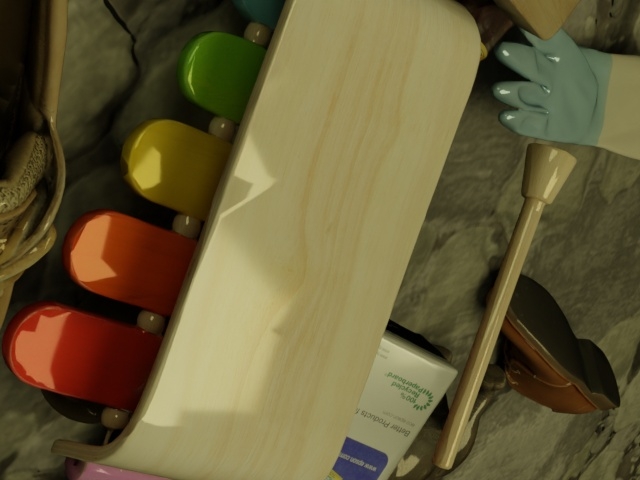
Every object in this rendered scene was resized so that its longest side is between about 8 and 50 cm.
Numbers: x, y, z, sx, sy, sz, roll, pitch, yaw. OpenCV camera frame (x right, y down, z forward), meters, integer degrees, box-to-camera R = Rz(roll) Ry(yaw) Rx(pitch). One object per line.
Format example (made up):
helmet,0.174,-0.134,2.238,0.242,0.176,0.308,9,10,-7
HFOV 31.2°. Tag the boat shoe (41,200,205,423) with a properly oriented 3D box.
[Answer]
boat shoe,-0.086,0.024,0.635,0.178,0.064,0.060,-52,177,-14

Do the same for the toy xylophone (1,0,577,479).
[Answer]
toy xylophone,0.000,0.000,0.586,0.236,0.081,0.323,30,83,-34

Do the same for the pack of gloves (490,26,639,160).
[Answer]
pack of gloves,0.187,-0.163,0.793,0.232,0.046,0.195,4,102,-48

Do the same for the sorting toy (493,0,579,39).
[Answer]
sorting toy,0.106,-0.273,0.563,0.255,0.089,0.257,-56,143,4

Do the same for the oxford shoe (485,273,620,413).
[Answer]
oxford shoe,0.183,0.099,0.970,0.076,0.076,0.212,-21,138,24

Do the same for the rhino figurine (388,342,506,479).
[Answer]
rhino figurine,0.025,0.154,0.838,0.243,0.073,0.106,-14,133,-36

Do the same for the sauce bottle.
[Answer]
sauce bottle,0.076,-0.118,0.677,0.128,0.042,0.042,-31,140,-5

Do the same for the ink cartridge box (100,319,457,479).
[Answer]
ink cartridge box,-0.070,0.177,0.722,0.165,0.065,0.333,29,96,-31

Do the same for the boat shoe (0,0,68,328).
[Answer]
boat shoe,-0.166,-0.027,0.457,0.121,0.110,0.341,-15,129,-39
